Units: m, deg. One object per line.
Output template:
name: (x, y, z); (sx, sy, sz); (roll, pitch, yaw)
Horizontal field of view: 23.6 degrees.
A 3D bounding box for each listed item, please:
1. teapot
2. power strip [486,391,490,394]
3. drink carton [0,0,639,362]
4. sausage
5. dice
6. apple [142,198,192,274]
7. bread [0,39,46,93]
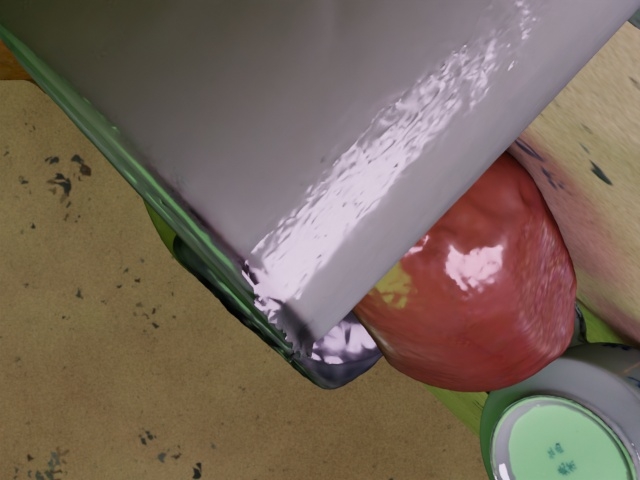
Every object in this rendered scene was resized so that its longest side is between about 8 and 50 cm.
teapot: (0.208, 0.136, 1.114); (0.232, 0.159, 0.159); (55, 177, 7)
power strip: (0.206, 0.153, 1.730); (0.137, 0.044, 0.216); (43, 176, -4)
drink carton: (0.007, -0.086, 0.467); (0.185, 0.189, 0.191); (48, 175, 5)
sausage: (0.086, 0.015, 0.961); (0.148, 0.148, 0.254); (40, 180, 33)
dice: (0.000, 0.000, 1.239); (0.181, 0.182, 0.183); (45, 173, -8)
apple: (-0.079, -0.049, 1.464); (0.200, 0.200, 0.200); (43, 175, 4)
bread: (-0.204, -0.215, 1.050); (0.179, 0.194, 0.340); (36, 175, 15)
